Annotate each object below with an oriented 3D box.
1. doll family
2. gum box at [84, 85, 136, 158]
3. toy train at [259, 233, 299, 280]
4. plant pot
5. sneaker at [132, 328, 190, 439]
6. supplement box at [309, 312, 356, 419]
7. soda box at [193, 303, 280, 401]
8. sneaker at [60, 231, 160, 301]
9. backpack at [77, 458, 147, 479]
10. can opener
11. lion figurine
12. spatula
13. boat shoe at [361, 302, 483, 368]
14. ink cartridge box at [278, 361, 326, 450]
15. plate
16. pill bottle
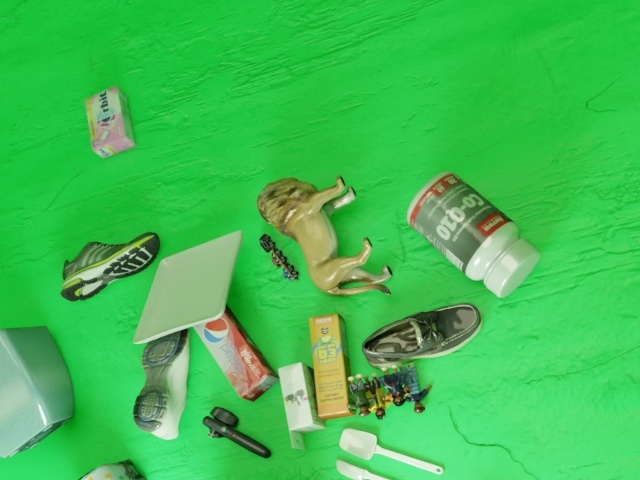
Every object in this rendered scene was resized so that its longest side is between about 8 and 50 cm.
[{"bbox_3d":[0.154,0.344,1.722,0.193,0.076,0.111,-18,65,3],"label":"doll family"},{"bbox_3d":[-0.604,-0.344,2.212,0.107,0.062,0.188,-20,67,10],"label":"gum box"},{"bbox_3d":[-0.106,0.046,1.939,0.036,0.027,0.158,-42,64,4],"label":"toy train"},{"bbox_3d":[-0.760,0.387,1.918,0.247,0.248,0.252,-38,83,2],"label":"plant pot"},{"bbox_3d":[-0.373,0.344,1.879,0.111,0.129,0.297,-4,52,18],"label":"sneaker"},{"bbox_3d":[0.026,0.290,1.785,0.078,0.080,0.233,-12,67,12],"label":"supplement box"},{"bbox_3d":[-0.214,0.259,1.868,0.092,0.083,0.263,-40,64,1],"label":"soda box"},{"bbox_3d":[-0.565,0.043,2.044,0.300,0.111,0.121,-26,62,5],"label":"sneaker"},{"bbox_3d":[-0.497,0.599,1.780,0.166,0.188,0.144,-45,65,-2],"label":"backpack"},{"bbox_3d":[-0.197,0.457,1.807,0.186,0.059,0.073,26,80,24],"label":"can opener"},{"bbox_3d":[0.000,0.000,1.864,0.240,0.142,0.392,-28,70,15],"label":"lion figurine"},{"bbox_3d":[0.141,0.526,1.699,0.242,0.019,0.168,13,75,21],"label":"spatula"},{"bbox_3d":[0.227,0.213,1.740,0.285,0.092,0.103,-19,67,10],"label":"boat shoe"},{"bbox_3d":[-0.038,0.379,1.759,0.061,0.104,0.181,-17,68,12],"label":"ink cartridge box"},{"bbox_3d":[-0.315,0.121,1.900,0.278,0.045,0.277,-20,39,27],"label":"plate"},{"bbox_3d":[0.346,-0.014,1.744,0.161,0.161,0.283,-46,65,-2],"label":"pill bottle"}]
